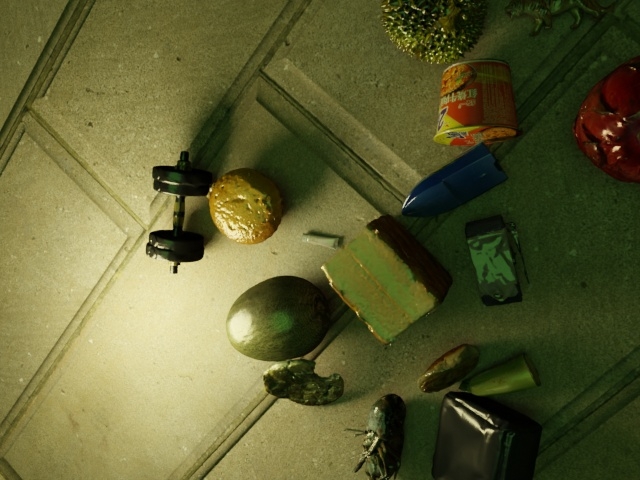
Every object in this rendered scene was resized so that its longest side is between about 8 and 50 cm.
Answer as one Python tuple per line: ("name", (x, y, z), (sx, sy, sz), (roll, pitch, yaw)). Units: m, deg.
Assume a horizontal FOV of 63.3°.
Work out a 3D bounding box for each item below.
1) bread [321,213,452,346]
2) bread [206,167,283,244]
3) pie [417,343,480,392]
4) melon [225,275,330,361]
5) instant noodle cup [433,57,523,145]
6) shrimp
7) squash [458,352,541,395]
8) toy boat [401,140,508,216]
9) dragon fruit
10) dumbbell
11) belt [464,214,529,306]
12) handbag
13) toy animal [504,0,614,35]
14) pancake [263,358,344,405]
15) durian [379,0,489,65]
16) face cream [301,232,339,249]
("bread", (0.181, 0.093, 1.378), (0.279, 0.279, 0.207), (46, 110, 5))
("bread", (-0.215, -0.102, 1.563), (0.240, 0.139, 0.240), (3, 99, 19))
("pie", (0.350, 0.350, 1.422), (0.193, 0.163, 0.079), (-40, 64, 14))
("melon", (-0.127, 0.231, 1.522), (0.329, 0.248, 0.248), (-15, 92, 26))
("instant noodle cup", (0.388, -0.341, 1.292), (0.213, 0.213, 0.174), (0, 89, 20))
("shrimp", (0.160, 0.622, 1.549), (0.172, 0.137, 0.372), (25, 99, 52))
("squash", (0.480, 0.382, 1.425), (0.224, 0.094, 0.094), (-26, 88, 29))
("toy boat", (0.339, -0.143, 1.388), (0.295, 0.088, 0.129), (-31, 116, 29))
("dragon fruit", (0.721, -0.260, 1.145), (0.295, 0.301, 0.295), (13, 123, 22))
("dumbbell", (-0.443, -0.084, 1.623), (0.185, 0.185, 0.388), (11, 101, 18))
("belt", (0.459, 0.052, 1.345), (0.126, 0.139, 0.230), (-13, 91, 22))
("handbag", (0.453, 0.583, 1.424), (0.178, 0.275, 0.302), (1, 99, -26))
("toy animal", (0.577, -0.563, 1.262), (0.241, 0.057, 0.099), (-4, 96, 21))
("pancake", (-0.056, 0.433, 1.575), (0.253, 0.037, 0.253), (4, 136, 4))
("durian", (0.279, -0.583, 1.275), (0.291, 0.224, 0.291), (2, 99, 13))
("face cream", (0.000, 0.000, 1.565), (0.115, 0.020, 0.038), (11, 101, 15))
